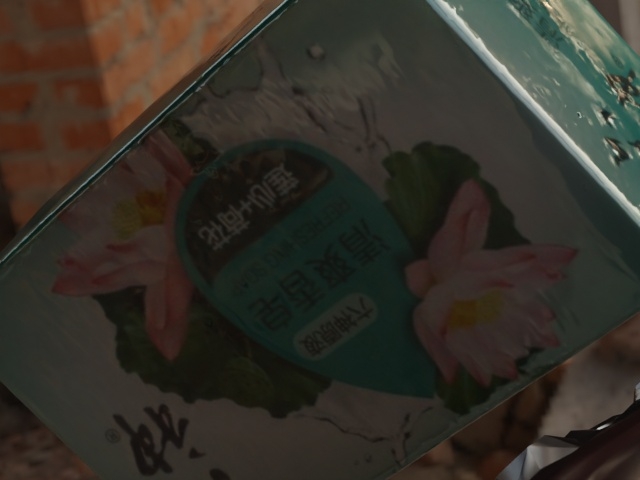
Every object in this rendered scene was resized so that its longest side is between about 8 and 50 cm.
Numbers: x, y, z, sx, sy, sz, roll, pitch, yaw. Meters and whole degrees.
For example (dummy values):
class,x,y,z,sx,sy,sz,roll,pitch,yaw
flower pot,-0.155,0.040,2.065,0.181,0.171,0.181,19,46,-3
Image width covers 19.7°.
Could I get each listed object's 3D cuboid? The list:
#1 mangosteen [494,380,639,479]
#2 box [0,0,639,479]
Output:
class,x,y,z,sx,sy,sz,roll,pitch,yaw
mangosteen,0.156,0.215,0.328,0.381,0.381,0.421,-7,58,7
box,0.000,0.000,0.661,0.245,0.153,0.092,-39,11,33
